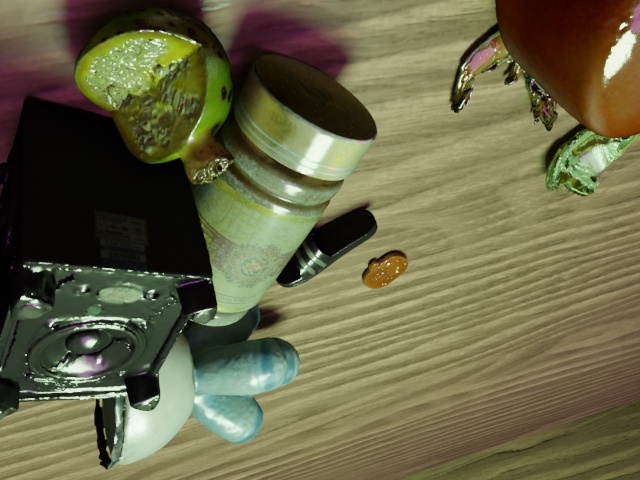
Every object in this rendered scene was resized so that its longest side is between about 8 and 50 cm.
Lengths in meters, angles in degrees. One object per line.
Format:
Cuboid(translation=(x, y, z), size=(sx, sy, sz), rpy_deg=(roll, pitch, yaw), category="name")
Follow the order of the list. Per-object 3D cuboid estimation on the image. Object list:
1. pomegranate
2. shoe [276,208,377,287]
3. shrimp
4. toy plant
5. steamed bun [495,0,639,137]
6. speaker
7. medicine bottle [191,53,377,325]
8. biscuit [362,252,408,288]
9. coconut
Cuboid(translation=(-0.141, -0.142, 0.532), size=(0.169, 0.122, 0.143), rpy_deg=(43, 120, -12), category="pomegranate")
Cuboid(translation=(0.000, 0.000, 0.821), size=(0.179, 0.071, 0.049), rpy_deg=(-31, 141, 0), category="shoe")
Cuboid(translation=(0.250, -0.197, 0.734), size=(0.147, 0.035, 0.195), rpy_deg=(-31, 134, 6), category="shrimp")
Cuboid(translation=(-0.179, 0.209, 0.863), size=(0.332, 0.247, 0.247), rpy_deg=(-1, 137, -31), category="toy plant")
Cuboid(translation=(0.335, -0.301, 0.496), size=(0.248, 0.235, 0.379), rpy_deg=(18, 125, -40), category="steamed bun")
Cuboid(translation=(-0.253, 0.030, 0.581), size=(0.184, 0.254, 0.232), rpy_deg=(8, 133, -35), category="speaker")
Cuboid(translation=(-0.081, -0.044, 0.659), size=(0.151, 0.151, 0.322), rpy_deg=(10, 131, -35), category="medicine bottle")
Cuboid(translation=(0.113, 0.053, 0.980), size=(0.091, 0.015, 0.078), rpy_deg=(-40, 137, 20), category="biscuit")
Cuboid(translation=(0.433, -0.132, 0.888), size=(0.158, 0.055, 0.133), rpy_deg=(-25, 143, 5), category="coconut")
